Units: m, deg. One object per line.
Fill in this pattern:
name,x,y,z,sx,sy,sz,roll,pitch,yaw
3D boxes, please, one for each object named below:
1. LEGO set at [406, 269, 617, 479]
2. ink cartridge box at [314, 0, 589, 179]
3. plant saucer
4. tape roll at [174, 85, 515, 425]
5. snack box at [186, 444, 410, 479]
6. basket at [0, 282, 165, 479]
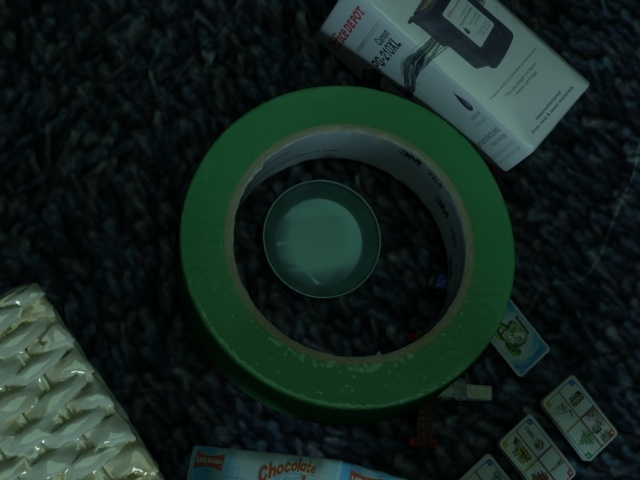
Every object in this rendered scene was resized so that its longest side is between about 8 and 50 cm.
LEGO set,0.155,0.154,1.678,0.182,0.060,0.244,-39,90,-28
ink cartridge box,0.123,-0.178,1.659,0.237,0.172,0.100,42,74,-1
plant saucer,0.000,0.000,1.677,0.119,0.021,0.119,2,79,-11
tape roll,0.022,0.013,1.617,0.321,0.077,0.321,3,72,-9
snack box,0.060,0.244,1.483,0.322,0.187,0.060,22,73,-41
basket,-0.299,0.251,1.441,0.331,0.266,0.328,-33,88,-14
